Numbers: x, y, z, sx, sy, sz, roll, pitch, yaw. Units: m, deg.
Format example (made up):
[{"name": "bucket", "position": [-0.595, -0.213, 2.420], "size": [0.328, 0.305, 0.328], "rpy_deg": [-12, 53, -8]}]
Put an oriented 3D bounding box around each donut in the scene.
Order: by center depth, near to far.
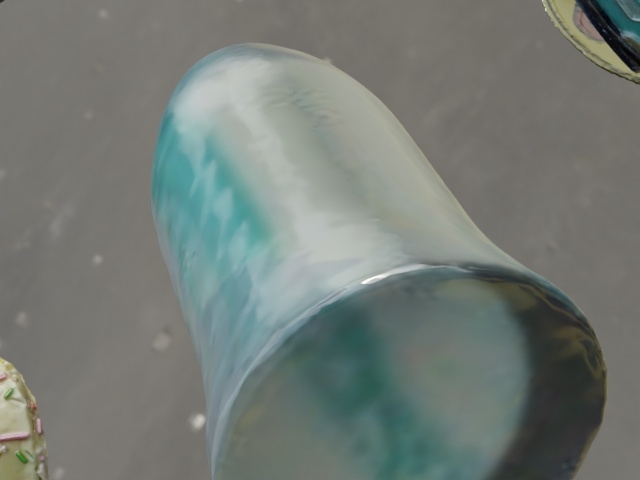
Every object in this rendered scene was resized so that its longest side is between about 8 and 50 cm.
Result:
[{"name": "donut", "position": [-0.293, 0.183, 1.711], "size": [0.174, 0.068, 0.174], "rpy_deg": [30, 125, 57]}]

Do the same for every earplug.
[{"name": "earplug", "position": [0.000, 0.000, 0.988], "size": [0.185, 0.185, 0.324], "rpy_deg": [-45, 35, 15]}]

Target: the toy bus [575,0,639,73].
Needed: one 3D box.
[{"name": "toy bus", "position": [0.179, -0.155, 0.922], "size": [0.092, 0.079, 0.160], "rpy_deg": [-30, 13, 40]}]

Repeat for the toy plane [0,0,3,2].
[{"name": "toy plane", "position": [-0.226, -0.097, 0.965], "size": [0.145, 0.037, 0.060], "rpy_deg": [-23, 22, -20]}]

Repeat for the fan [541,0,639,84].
[{"name": "fan", "position": [0.261, -0.241, 1.821], "size": [0.011, 0.335, 0.229], "rpy_deg": [114, 178, -48]}]
